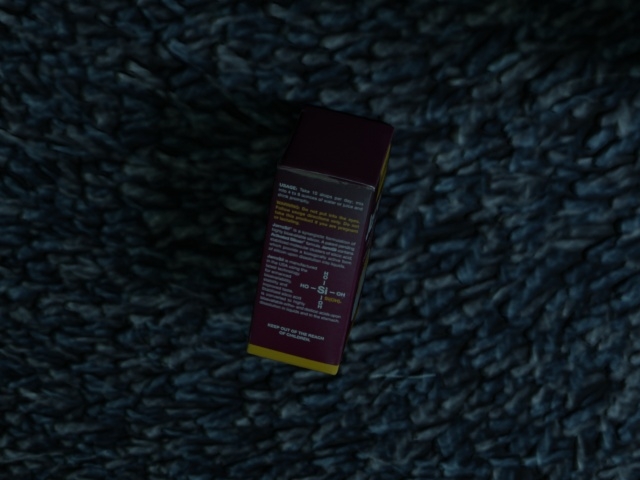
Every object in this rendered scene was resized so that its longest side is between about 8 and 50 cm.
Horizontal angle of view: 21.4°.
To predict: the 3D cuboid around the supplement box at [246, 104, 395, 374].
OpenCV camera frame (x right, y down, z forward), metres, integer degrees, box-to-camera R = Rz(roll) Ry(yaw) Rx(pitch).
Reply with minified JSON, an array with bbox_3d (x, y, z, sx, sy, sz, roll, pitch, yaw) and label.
[{"bbox_3d":[0.000,0.000,1.382,0.080,0.104,0.188,14,124,5],"label":"supplement box"}]
